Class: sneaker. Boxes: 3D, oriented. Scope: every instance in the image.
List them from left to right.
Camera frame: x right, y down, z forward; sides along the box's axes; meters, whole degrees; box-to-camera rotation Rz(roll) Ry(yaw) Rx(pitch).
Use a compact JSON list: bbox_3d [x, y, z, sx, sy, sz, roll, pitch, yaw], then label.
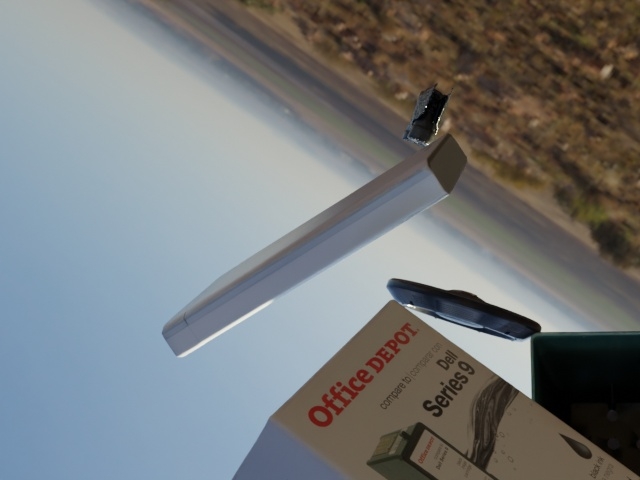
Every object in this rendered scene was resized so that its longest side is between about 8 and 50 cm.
[{"bbox_3d":[0.164,-0.188,1.536,0.051,0.089,0.170,21,-176,1],"label":"sneaker"}]

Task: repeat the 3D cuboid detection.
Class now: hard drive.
[{"bbox_3d":[0.000,0.000,1.171,0.047,0.353,0.233,57,-162,-5],"label":"hard drive"}]

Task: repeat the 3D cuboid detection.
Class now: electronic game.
[{"bbox_3d":[0.204,0.096,1.455,0.229,0.048,0.229,18,176,1],"label":"electronic game"}]

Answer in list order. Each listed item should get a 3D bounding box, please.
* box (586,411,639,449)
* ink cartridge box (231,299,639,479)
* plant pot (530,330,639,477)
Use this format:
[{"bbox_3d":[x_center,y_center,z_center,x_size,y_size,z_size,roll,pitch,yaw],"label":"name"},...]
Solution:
[{"bbox_3d":[0.558,0.501,1.633,0.471,0.480,0.297,27,149,50],"label":"box"},{"bbox_3d":[0.100,0.205,0.765,0.289,0.122,0.211,36,-146,12],"label":"ink cartridge box"},{"bbox_3d":[0.321,0.205,1.108,0.165,0.166,0.234,-2,162,14],"label":"plant pot"}]
